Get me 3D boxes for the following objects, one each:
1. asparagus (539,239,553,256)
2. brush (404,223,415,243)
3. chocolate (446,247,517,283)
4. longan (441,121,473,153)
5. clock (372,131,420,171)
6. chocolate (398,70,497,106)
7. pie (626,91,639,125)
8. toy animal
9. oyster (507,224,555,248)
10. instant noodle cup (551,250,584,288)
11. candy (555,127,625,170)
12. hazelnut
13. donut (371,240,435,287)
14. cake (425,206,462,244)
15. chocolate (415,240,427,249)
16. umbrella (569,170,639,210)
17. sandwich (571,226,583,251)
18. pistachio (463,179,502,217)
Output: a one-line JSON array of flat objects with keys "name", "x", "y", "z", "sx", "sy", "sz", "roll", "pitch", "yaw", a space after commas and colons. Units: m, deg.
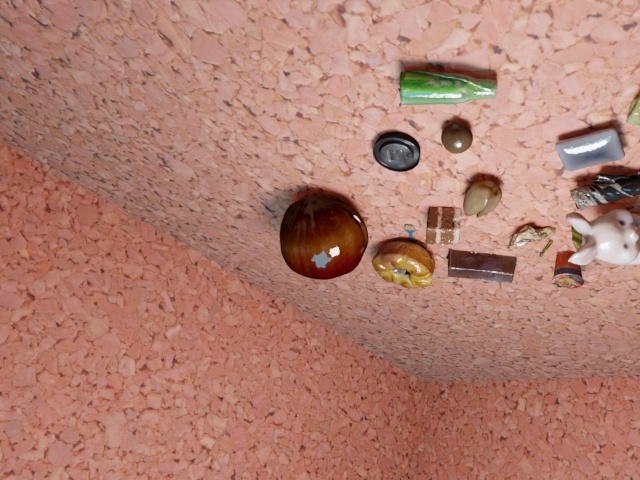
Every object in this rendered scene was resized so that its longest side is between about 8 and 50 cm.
[{"name": "asparagus", "x": 0.990, "y": 0.037, "z": 1.959, "sx": 0.015, "sy": 0.018, "sz": 0.127, "roll": 45, "pitch": 160, "yaw": 26}, {"name": "brush", "x": 0.436, "y": -0.027, "z": 2.156, "sx": 0.051, "sy": 0.014, "sz": 0.164, "roll": 7, "pitch": 149, "yaw": 21}, {"name": "chocolate", "x": 0.762, "y": 0.128, "z": 2.139, "sx": 0.321, "sy": 0.112, "sz": 0.112, "roll": 7, "pitch": 146, "yaw": 18}, {"name": "longan", "x": 0.467, "y": -0.353, "z": 1.529, "sx": 0.113, "sy": 0.092, "sz": 0.113, "roll": 30, "pitch": 143, "yaw": 25}, {"name": "clock", "x": 0.291, "y": -0.337, "z": 1.698, "sx": 0.184, "sy": 0.040, "sz": 0.184, "roll": 14, "pitch": 150, "yaw": 8}, {"name": "chocolate", "x": 0.392, "y": -0.469, "z": 1.376, "sx": 0.291, "sy": 0.110, "sz": 0.110, "roll": 6, "pitch": 148, "yaw": 15}, {"name": "pie", "x": 1.020, "y": -0.374, "z": 1.219, "sx": 0.302, "sy": 0.067, "sz": 0.302, "roll": 13, "pitch": 150, "yaw": 8}, {"name": "toy animal", "x": 1.023, "y": -0.001, "z": 1.607, "sx": 0.367, "sy": 0.196, "sz": 0.241, "roll": 5, "pitch": 163, "yaw": -36}, {"name": "oyster", "x": 0.886, "y": -0.021, "z": 1.882, "sx": 0.191, "sy": 0.081, "sz": 0.163, "roll": -10, "pitch": 167, "yaw": 15}, {"name": "instant noodle cup", "x": 1.074, "y": 0.122, "z": 1.936, "sx": 0.127, "sy": 0.135, "sz": 0.127, "roll": 14, "pitch": 149, "yaw": 8}, {"name": "candy", "x": 0.865, "y": -0.291, "z": 1.433, "sx": 0.174, "sy": 0.071, "sz": 0.138, "roll": -11, "pitch": 140, "yaw": 42}, {"name": "hazelnut", "x": 0.000, "y": 0.000, "z": 2.080, "sx": 0.429, "sy": 0.402, "sz": 0.402, "roll": 9, "pitch": 151, "yaw": 37}, {"name": "donut", "x": 0.418, "y": 0.122, "z": 2.236, "sx": 0.317, "sy": 0.150, "sz": 0.299, "roll": 17, "pitch": 156, "yaw": 23}, {"name": "cake", "x": 0.534, "y": -0.061, "z": 1.934, "sx": 0.147, "sy": 0.135, "sz": 0.134, "roll": 5, "pitch": 147, "yaw": 12}, {"name": "chocolate", "x": 0.494, "y": 0.044, "z": 2.225, "sx": 0.064, "sy": 0.031, "sz": 0.100, "roll": 18, "pitch": 152, "yaw": 9}, {"name": "umbrella", "x": 1.038, "y": -0.189, "z": 1.492, "sx": 0.358, "sy": 0.106, "sz": 0.113, "roll": -15, "pitch": 171, "yaw": 29}, {"name": "sandwich", "x": 1.046, "y": 0.008, "z": 1.824, "sx": 0.116, "sy": 0.074, "sz": 0.074, "roll": 24, "pitch": 149, "yaw": -9}, {"name": "pistachio", "x": 0.624, "y": -0.155, "z": 1.732, "sx": 0.129, "sy": 0.131, "sz": 0.206, "roll": 21, "pitch": 155, "yaw": 11}]
